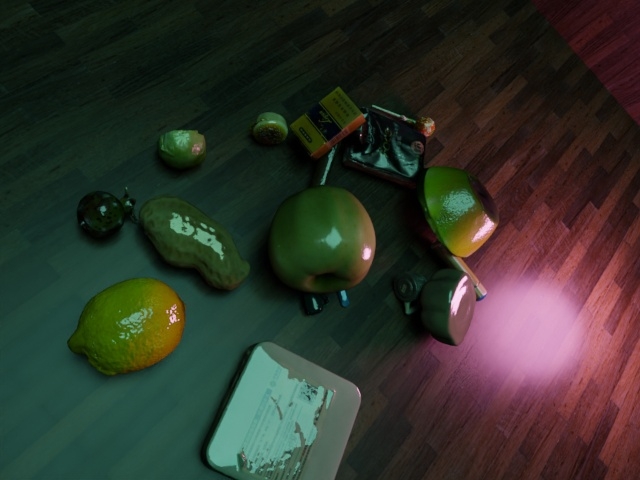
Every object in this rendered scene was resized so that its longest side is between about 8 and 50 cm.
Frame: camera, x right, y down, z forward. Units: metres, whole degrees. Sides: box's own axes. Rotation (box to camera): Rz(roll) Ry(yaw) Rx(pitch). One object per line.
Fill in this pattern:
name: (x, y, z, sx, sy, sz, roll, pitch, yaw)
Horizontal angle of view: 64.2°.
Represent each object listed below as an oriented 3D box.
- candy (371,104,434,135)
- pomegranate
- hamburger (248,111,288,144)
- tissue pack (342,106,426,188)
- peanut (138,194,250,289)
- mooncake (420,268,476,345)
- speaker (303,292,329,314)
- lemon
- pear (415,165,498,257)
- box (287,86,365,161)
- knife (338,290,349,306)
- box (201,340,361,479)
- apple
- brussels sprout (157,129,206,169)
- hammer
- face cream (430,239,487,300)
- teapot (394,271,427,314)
candy: (0.351, -0.521, 2.157, 0.288, 0.078, 0.084, 21, 67, -7)
pomegranate: (-0.631, -0.080, 1.516, 0.169, 0.148, 0.148, -16, 79, -26)
hamburger: (-0.188, -0.398, 1.834, 0.141, 0.126, 0.081, 18, 55, -22)
tissue pack: (0.259, -0.359, 2.017, 0.333, 0.123, 0.244, 18, 65, -17)
peanut: (-0.388, 0.010, 1.573, 0.387, 0.169, 0.192, 37, 67, -8)
mooncake: (0.460, 0.237, 1.841, 0.275, 0.135, 0.274, -8, 100, -50)
speaker: (-0.016, 0.212, 1.737, 0.094, 0.060, 0.075, 12, 62, -58)
lemon: (-0.518, 0.232, 1.393, 0.320, 0.245, 0.245, -21, 81, -31)
pear: (0.548, -0.135, 1.948, 0.399, 0.165, 0.398, 32, 43, -36)
box: (0.023, -0.417, 1.832, 0.237, 0.070, 0.152, -37, 69, 3)
knife: (0.048, 0.095, 1.818, 0.044, 0.026, 0.296, -10, 79, -24)
box: (-0.109, 0.549, 1.536, 0.397, 0.111, 0.395, 30, 62, -11)
apple: (0.000, 0.000, 1.658, 0.357, 0.357, 0.357, 8, 69, -21)
brussels sprout: (-0.452, -0.294, 1.672, 0.152, 0.149, 0.122, -10, 91, 13)
hammer: (0.013, -0.276, 1.879, 0.243, 0.095, 0.408, 13, 79, 19)
face cream: (0.539, 0.119, 1.968, 0.067, 0.139, 0.285, -38, 90, 4)
teapot: (0.348, 0.184, 1.872, 0.108, 0.111, 0.149, -6, 69, -38)
